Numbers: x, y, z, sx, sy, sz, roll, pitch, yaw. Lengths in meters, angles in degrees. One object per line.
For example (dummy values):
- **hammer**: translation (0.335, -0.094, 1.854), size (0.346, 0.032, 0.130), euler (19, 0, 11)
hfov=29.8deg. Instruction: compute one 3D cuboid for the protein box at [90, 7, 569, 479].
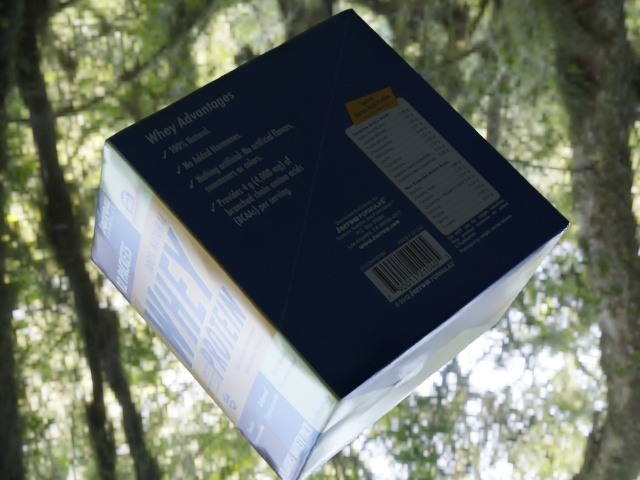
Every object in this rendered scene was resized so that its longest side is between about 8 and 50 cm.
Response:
- **protein box**: translation (0.000, 0.000, 0.747), size (0.200, 0.136, 0.201), euler (-34, -108, -30)
